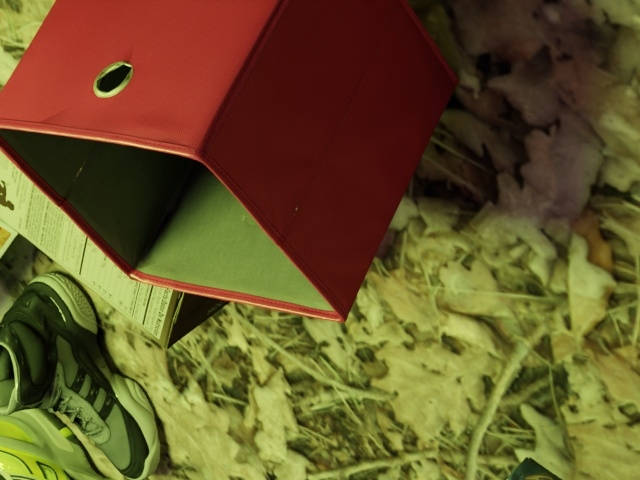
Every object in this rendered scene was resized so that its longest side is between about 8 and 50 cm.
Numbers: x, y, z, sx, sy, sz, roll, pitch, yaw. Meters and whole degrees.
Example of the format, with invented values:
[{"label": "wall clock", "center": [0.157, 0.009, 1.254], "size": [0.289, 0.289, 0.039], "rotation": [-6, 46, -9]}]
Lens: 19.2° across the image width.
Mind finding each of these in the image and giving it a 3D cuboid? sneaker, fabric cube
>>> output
[{"label": "sneaker", "center": [-0.299, 0.357, 2.282], "size": [0.384, 0.147, 0.145], "rotation": [37, 134, 16]}, {"label": "sneaker", "center": [-0.298, 0.182, 2.158], "size": [0.101, 0.153, 0.269], "rotation": [-17, 105, 47]}, {"label": "fabric cube", "center": [-0.078, -0.118, 1.609], "size": [0.254, 0.258, 0.259], "rotation": [11, 154, 37]}]

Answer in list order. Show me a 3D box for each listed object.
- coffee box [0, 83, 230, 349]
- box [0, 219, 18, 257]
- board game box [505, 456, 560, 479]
[{"label": "coffee box", "center": [-0.200, -0.049, 1.905], "size": [0.297, 0.168, 0.119], "rotation": [36, 136, 18]}, {"label": "box", "center": [-0.458, -0.048, 2.118], "size": [0.231, 0.127, 0.262], "rotation": [31, 140, -13]}, {"label": "board game box", "center": [0.267, 0.341, 1.835], "size": [0.243, 0.042, 0.165], "rotation": [34, 134, 21]}]
